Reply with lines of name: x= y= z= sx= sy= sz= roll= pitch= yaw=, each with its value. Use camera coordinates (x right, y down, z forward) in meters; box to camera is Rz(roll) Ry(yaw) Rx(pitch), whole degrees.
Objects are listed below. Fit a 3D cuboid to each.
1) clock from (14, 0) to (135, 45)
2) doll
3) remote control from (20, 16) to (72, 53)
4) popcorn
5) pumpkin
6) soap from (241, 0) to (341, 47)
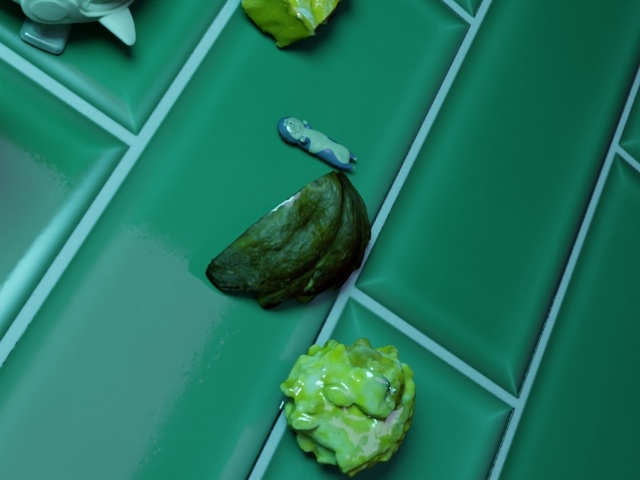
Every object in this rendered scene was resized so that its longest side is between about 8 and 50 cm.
clock: x=-0.290 y=-0.380 z=0.885 sx=0.324 sy=0.108 sz=0.265 roll=45 pitch=43 yaw=-34
doll: x=-0.003 y=-0.131 z=1.081 sx=0.125 sy=0.027 sz=0.037 roll=25 pitch=57 yaw=-21
remote control: x=-0.316 y=-0.285 z=0.951 sx=0.053 sy=0.018 sz=0.124 roll=20 pitch=71 yaw=-25
popcorn: x=0.031 y=0.201 z=0.982 sx=0.173 sy=0.142 sz=0.173 roll=-8 pitch=109 yaw=-25
pumpkin: x=0.000 y=0.000 z=0.994 sx=0.254 sy=0.149 sz=0.130 roll=-36 pitch=90 yaw=-29
soap: x=-0.035 y=-0.394 z=1.068 sx=0.160 sy=0.080 sz=0.257 roll=-4 pitch=89 yaw=-39
